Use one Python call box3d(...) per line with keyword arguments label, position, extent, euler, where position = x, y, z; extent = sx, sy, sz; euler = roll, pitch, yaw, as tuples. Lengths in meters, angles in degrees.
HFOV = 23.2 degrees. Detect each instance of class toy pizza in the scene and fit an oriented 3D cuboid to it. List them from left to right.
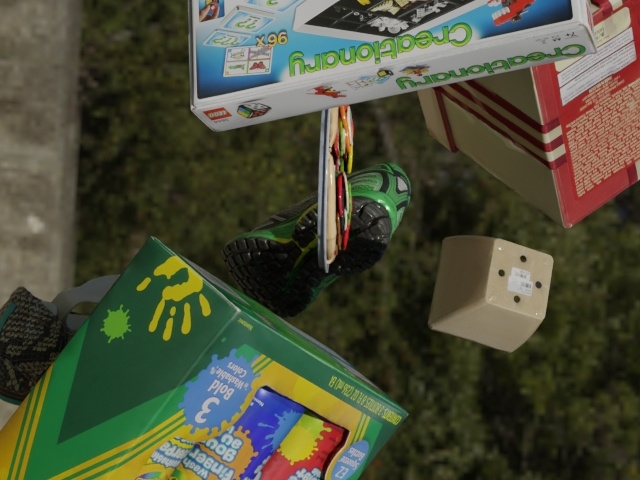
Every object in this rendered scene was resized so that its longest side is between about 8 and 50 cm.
box3d(label="toy pizza", position=(0.017, -0.067, 1.565), extent=(0.201, 0.032, 0.201), euler=(2, 90, -88))

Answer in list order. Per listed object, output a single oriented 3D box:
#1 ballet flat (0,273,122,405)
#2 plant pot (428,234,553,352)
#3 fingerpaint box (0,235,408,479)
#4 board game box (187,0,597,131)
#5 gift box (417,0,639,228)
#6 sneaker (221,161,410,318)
box3d(label="ballet flat", position=(-0.211, 0.139, 2.032), extent=(0.164, 0.483, 0.182), euler=(35, -74, 45))
box3d(label="plant pot", position=(0.194, 0.050, 1.696), extent=(0.096, 0.109, 0.109), euler=(150, -45, -63))
box3d(label="fingerpaint box", position=(-0.143, 0.250, 1.805), extent=(0.371, 0.163, 0.445), euler=(-52, 146, 0))
box3d(label="board game box", position=(0.046, -0.205, 1.188), extent=(0.053, 0.305, 0.193), euler=(44, 40, -62))
box3d(label="gift box", position=(0.224, -0.218, 1.493), extent=(0.258, 0.255, 0.276), euler=(41, -25, 45))
box3d(label="sneaker", position=(0.000, 0.000, 2.096), extent=(0.343, 0.134, 0.146), euler=(-23, -163, 46))
